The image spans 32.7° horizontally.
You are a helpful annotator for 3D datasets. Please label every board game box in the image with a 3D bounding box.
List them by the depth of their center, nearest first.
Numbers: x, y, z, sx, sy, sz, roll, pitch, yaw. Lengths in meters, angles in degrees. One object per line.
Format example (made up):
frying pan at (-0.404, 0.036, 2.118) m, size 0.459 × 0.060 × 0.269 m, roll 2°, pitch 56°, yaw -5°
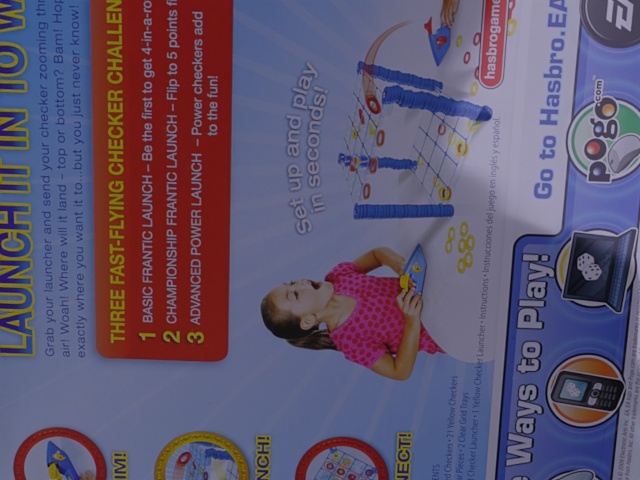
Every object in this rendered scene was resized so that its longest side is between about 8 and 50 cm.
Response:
board game box at (0.000, 0.000, 0.503) m, size 0.302 × 0.086 × 0.308 m, roll 2°, pitch 104°, yaw 0°
